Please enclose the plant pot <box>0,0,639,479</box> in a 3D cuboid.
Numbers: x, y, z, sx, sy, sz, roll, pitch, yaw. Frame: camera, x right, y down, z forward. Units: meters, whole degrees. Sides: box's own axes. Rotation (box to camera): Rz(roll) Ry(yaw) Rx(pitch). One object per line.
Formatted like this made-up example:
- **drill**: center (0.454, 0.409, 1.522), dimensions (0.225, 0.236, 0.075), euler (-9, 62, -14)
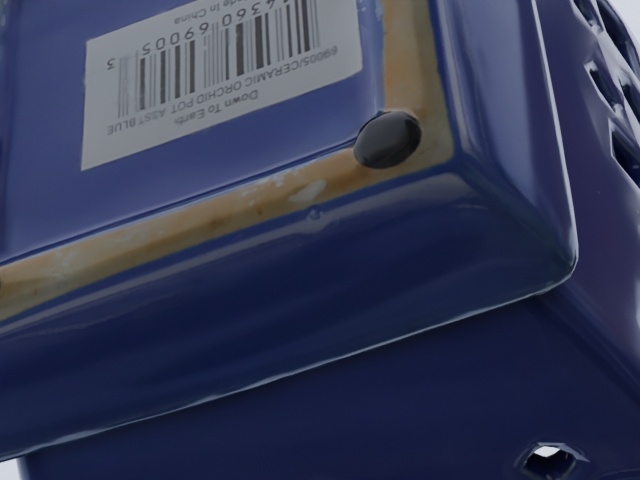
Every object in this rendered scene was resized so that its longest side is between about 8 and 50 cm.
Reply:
- **plant pot**: center (0.000, 0.000, 0.580), dimensions (0.236, 0.236, 0.212), euler (-18, -41, 17)
